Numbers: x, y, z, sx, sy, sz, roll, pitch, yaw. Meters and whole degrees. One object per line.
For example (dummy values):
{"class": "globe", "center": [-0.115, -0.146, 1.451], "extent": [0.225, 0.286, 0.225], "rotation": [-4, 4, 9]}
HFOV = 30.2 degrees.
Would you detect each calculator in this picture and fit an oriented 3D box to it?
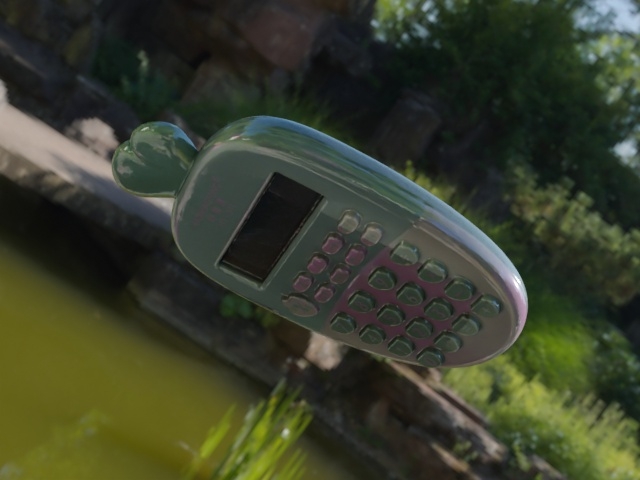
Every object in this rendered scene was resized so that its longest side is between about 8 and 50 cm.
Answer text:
{"class": "calculator", "center": [0.000, 0.000, 0.803], "extent": [0.298, 0.041, 0.185], "rotation": [28, -35, -5]}
